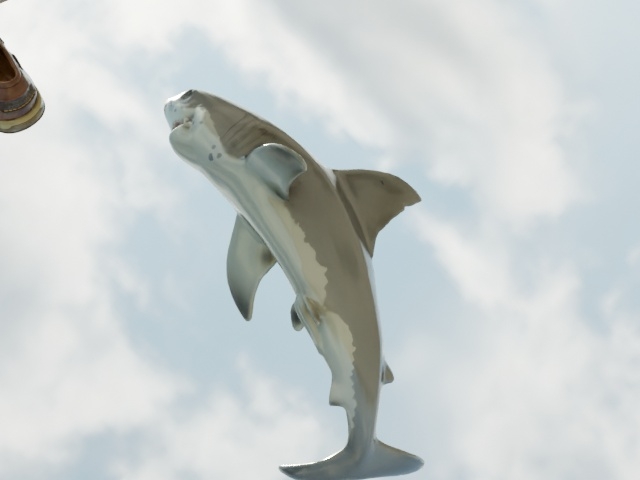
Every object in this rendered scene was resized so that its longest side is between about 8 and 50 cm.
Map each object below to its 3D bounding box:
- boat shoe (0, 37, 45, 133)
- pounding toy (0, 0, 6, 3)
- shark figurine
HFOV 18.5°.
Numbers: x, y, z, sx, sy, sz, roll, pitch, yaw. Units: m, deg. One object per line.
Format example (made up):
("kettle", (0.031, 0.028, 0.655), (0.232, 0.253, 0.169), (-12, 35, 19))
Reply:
("boat shoe", (-0.299, -0.164, 1.669), (0.064, 0.060, 0.178), (-38, -119, -20))
("pounding toy", (-0.218, -0.177, 0.962), (0.269, 0.154, 0.155), (-25, -63, -40))
("shark figurine", (0.018, 0.019, 1.173), (0.116, 0.166, 0.278), (-26, -86, -30))
